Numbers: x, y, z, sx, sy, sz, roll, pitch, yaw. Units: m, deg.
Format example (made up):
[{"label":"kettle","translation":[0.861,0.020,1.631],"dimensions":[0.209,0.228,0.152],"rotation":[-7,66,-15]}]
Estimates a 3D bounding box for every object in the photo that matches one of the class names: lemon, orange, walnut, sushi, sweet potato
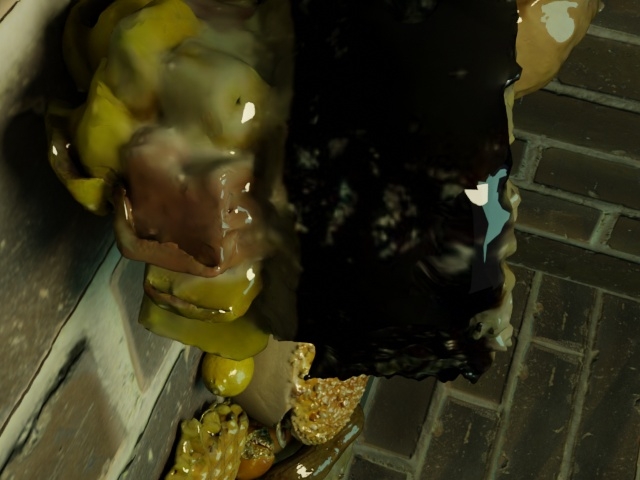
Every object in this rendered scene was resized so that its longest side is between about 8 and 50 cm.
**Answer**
[{"label":"lemon","translation":[-0.109,0.151,1.063],"dimensions":[0.083,0.062,0.062],"rotation":[-59,162,-54]},{"label":"orange","translation":[-0.106,0.293,1.275],"dimensions":[0.062,0.086,0.086],"rotation":[42,54,-30]},{"label":"walnut","translation":[0.225,-0.383,1.295],"dimensions":[0.383,0.383,0.383],"rotation":[16,90,-80]},{"label":"sushi","translation":[-0.014,-0.066,0.643],"dimensions":[0.329,0.285,0.328],"rotation":[77,11,-68]},{"label":"sweet potato","translation":[-0.011,0.305,1.313],"dimensions":[0.233,0.081,0.062],"rotation":[-37,112,-36]}]

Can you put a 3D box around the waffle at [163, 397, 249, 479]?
[{"label":"waffle","translation":[-0.153,0.318,1.123],"dimensions":[0.245,0.052,0.254],"rotation":[51,57,-76]}]

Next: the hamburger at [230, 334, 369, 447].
[{"label":"hamburger","translation":[-0.009,0.130,1.255],"dimensions":[0.302,0.170,0.302],"rotation":[16,90,-79]}]

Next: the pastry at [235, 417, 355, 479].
[{"label":"pastry","translation":[-0.036,0.345,1.456],"dimensions":[0.256,0.170,0.237],"rotation":[-56,157,-45]}]
